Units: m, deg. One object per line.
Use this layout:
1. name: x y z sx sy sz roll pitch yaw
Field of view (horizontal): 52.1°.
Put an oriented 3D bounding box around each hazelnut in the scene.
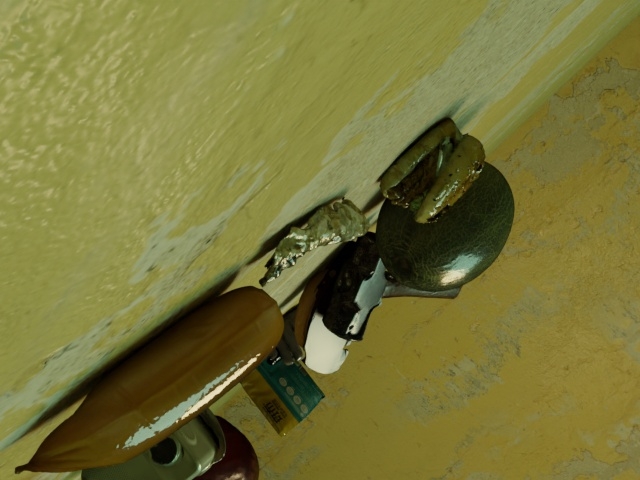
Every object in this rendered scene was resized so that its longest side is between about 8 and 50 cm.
1. hazelnut: -0.383 0.691 1.889 0.422 0.352 0.421 -3 158 -1

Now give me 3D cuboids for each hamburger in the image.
1. hamburger: 0.188 -0.106 1.058 0.177 0.113 0.185 -40 174 -7

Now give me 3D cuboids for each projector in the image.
1. projector: -0.314 0.419 1.288 0.243 0.163 0.177 -38 174 3

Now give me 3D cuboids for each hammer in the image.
1. hammer: 0.198 0.109 1.567 0.409 0.095 0.242 4 110 -43

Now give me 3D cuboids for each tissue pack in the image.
1. tissue pack: -0.136 0.459 2.082 0.134 0.270 0.192 -42 173 28

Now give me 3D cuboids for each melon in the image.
1. melon: 0.244 -0.036 1.271 0.302 0.237 0.237 -40 173 -32

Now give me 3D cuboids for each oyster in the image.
1. oyster: -0.003 -0.002 0.845 0.200 0.061 0.106 -39 171 -25

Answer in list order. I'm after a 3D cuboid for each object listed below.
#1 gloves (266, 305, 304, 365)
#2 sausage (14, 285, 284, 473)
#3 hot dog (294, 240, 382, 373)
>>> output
1. gloves: -0.080 0.265 1.850 0.142 0.119 0.285 -58 -179 25
2. sausage: -0.178 0.163 0.735 0.328 0.112 0.112 -34 170 -35
3. hot dog: 0.030 0.148 1.579 0.194 0.107 0.325 25 97 -41
